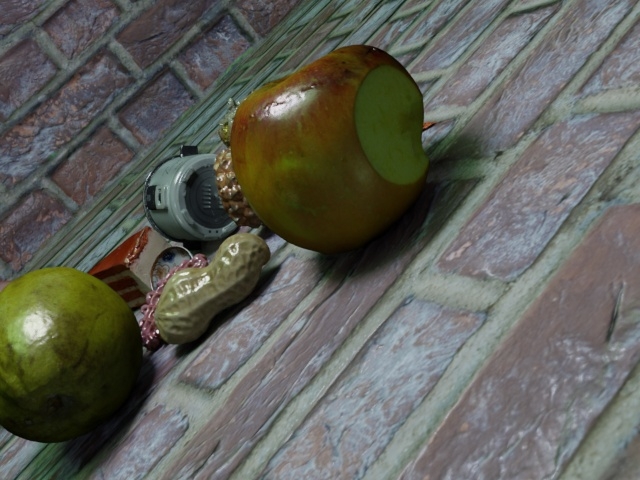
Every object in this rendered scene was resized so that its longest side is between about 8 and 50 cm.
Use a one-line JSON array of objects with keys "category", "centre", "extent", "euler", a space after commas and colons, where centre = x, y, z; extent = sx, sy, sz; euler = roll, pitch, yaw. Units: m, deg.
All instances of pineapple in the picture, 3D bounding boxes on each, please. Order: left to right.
[{"category": "pineapple", "centre": [-0.057, -0.172, 1.804], "extent": [0.358, 0.222, 0.222], "euler": [-19, 29, 21]}]

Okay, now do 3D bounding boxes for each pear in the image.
[{"category": "pear", "centre": [-0.533, 0.235, 1.618], "extent": [0.352, 0.352, 0.413], "euler": [-39, 26, 6]}]

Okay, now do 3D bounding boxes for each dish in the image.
[{"category": "dish", "centre": [-0.344, 0.089, 1.932], "extent": [0.141, 0.078, 0.141], "euler": [-9, 72, 29]}]

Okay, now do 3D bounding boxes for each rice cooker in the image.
[{"category": "rice cooker", "centre": [-0.331, -0.112, 2.056], "extent": [0.241, 0.280, 0.227], "euler": [-6, 5, -35]}]

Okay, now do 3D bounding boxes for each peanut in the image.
[{"category": "peanut", "centre": [-0.230, 0.096, 1.636], "extent": [0.298, 0.136, 0.120], "euler": [-39, 19, 4]}]

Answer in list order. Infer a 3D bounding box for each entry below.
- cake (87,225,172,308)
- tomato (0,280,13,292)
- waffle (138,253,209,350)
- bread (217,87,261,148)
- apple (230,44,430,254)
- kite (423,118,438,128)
[{"category": "cake", "centre": [-0.498, 0.113, 2.019], "extent": [0.262, 0.158, 0.159], "euler": [-37, 21, 16]}, {"category": "tomato", "centre": [-0.835, 0.260, 2.081], "extent": [0.322, 0.321, 0.321], "euler": [-34, 23, 17]}, {"category": "waffle", "centre": [-0.333, 0.134, 1.796], "extent": [0.234, 0.055, 0.221], "euler": [-35, 35, 18]}, {"category": "bread", "centre": [-0.172, -0.279, 2.101], "extent": [0.176, 0.246, 0.196], "euler": [-50, 20, -24]}, {"category": "apple", "centre": [0.034, -0.164, 1.439], "extent": [0.384, 0.374, 0.374], "euler": [-29, 20, -11]}, {"category": "kite", "centre": [0.171, -0.232, 1.764], "extent": [0.125, 0.008, 0.222], "euler": [-45, 22, -9]}]
